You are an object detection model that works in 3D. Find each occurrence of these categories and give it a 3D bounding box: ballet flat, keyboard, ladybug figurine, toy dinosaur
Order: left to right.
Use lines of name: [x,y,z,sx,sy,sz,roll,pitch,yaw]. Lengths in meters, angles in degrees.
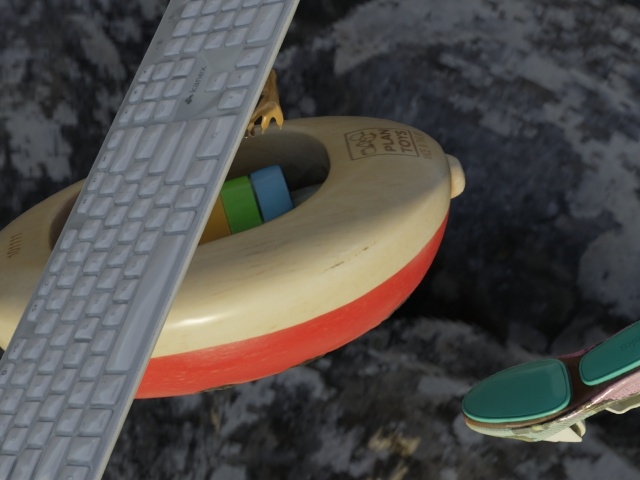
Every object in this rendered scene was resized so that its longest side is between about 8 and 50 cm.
keyboard: [-0.069,-0.012,0.580,0.014,0.072,0.256,46,51,-37]
ladybug figurine: [-0.083,0.021,1.344,0.449,0.162,0.305,-15,29,2]
toy dinosaur: [-0.061,-0.145,1.134,0.064,0.211,0.112,9,34,-24]
ballet flat: [0.234,0.132,1.317,0.221,0.079,0.077,-27,37,23]
